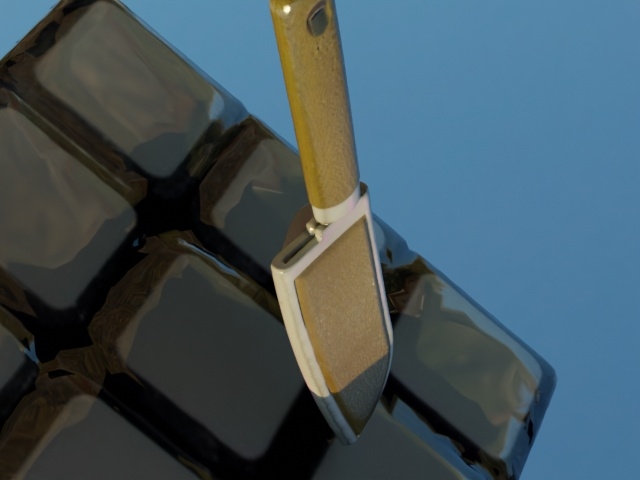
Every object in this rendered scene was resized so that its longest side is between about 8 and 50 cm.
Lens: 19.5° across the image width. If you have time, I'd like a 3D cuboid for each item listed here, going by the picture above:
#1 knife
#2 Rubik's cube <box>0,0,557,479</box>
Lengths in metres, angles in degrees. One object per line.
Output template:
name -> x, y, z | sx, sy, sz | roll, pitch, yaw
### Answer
knife -> -0.001, -0.001, 0.652 | 0.022, 0.256, 0.046 | 32, -116, 27
Rubik's cube -> -0.122, 0.126, 0.842 | 0.305, 0.304, 0.301 | -43, -171, 38
